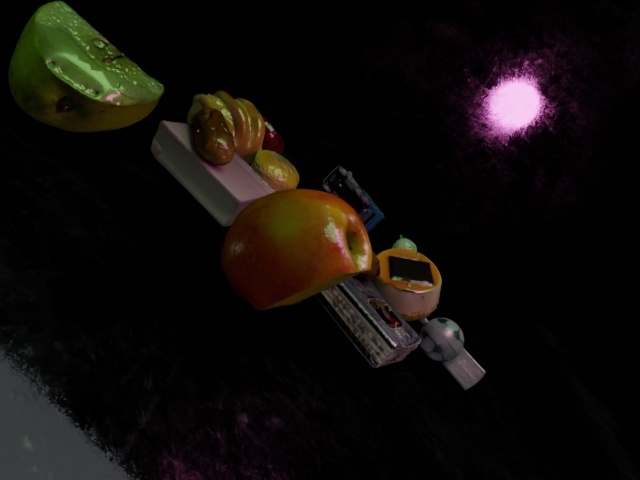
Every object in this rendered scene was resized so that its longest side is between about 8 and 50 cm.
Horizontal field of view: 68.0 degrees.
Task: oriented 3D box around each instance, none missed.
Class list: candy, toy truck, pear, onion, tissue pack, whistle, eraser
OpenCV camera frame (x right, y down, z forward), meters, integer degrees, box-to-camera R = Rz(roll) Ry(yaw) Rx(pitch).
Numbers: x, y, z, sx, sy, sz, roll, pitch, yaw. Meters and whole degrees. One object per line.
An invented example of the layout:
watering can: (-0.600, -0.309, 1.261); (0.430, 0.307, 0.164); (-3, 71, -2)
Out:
candy: (0.419, 0.023, 2.409); (0.119, 0.119, 0.440); (41, 12, -1)
toy truck: (0.161, -0.192, 2.297); (0.175, 0.146, 0.367); (26, 26, -52)
pear: (-0.630, -0.394, 1.211); (0.342, 0.238, 0.318); (40, 32, -18)
onion: (-0.258, -0.430, 1.990); (0.161, 0.248, 0.248); (-21, 56, -24)
tissue pack: (0.126, 0.210, 1.443); (0.361, 0.122, 0.259); (49, 18, 26)
whistle: (0.440, 0.367, 1.629); (0.290, 0.163, 0.163); (48, 21, 21)
eraser: (-0.332, -0.214, 1.506); (0.359, 0.122, 0.272); (43, 22, 9)

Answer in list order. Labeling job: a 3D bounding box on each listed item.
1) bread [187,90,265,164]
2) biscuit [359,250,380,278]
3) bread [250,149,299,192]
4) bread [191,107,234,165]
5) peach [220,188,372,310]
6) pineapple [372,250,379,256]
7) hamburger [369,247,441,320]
bread: (-0.351, -0.446, 1.775); (0.270, 0.211, 0.315); (22, 15, -43)
biscuit: (0.080, 0.009, 1.530); (0.296, 0.075, 0.296); (34, 14, -10)
bread: (-0.177, -0.226, 1.722); (0.197, 0.170, 0.197); (35, 19, -14)
bread: (-0.334, -0.345, 1.480); (0.124, 0.084, 0.344); (26, 26, -33)
peach: (-0.092, 0.014, 1.207); (0.242, 0.380, 0.306); (11, 62, -55)
pineapple: (0.127, 0.035, 1.825); (0.221, 0.103, 0.083); (36, 8, -12)
hamburger: (0.288, 0.162, 1.683); (0.276, 0.179, 0.294); (7, 36, -3)
